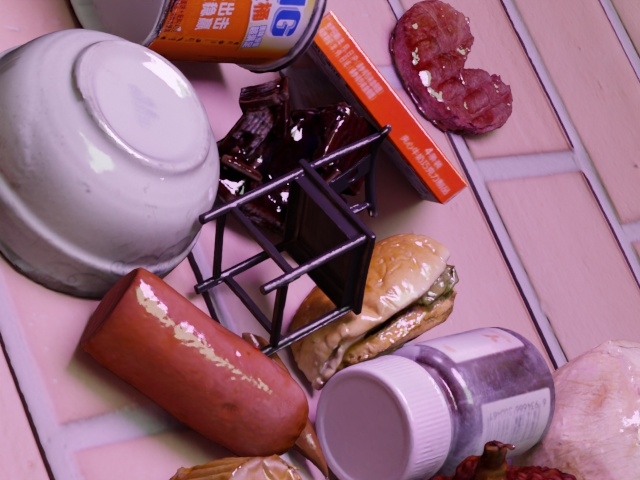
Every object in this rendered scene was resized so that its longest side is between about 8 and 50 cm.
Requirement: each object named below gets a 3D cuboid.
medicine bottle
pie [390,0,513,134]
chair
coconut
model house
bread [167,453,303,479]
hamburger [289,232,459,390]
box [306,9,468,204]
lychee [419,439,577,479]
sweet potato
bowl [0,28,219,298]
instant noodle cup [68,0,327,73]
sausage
[{"bbox_3d":[0.138,0.198,1.903,0.273,0.165,0.165,-8,69,-46],"label":"medicine bottle"},{"bbox_3d":[0.188,-0.249,2.353,0.204,0.054,0.219,-10,73,-48],"label":"pie"},{"bbox_3d":[0.000,0.000,1.819,0.260,0.154,0.141,-27,60,-26],"label":"chair"},{"bbox_3d":[0.398,0.270,2.034,0.297,0.254,0.297,26,45,-29],"label":"coconut"},{"bbox_3d":[-0.030,-0.102,1.936,0.203,0.164,0.141,29,30,-41],"label":"model house"},{"bbox_3d":[-0.069,0.329,1.627,0.240,0.139,0.240,23,52,-33],"label":"bread"},{"bbox_3d":[0.053,0.075,1.926,0.207,0.155,0.135,-25,77,-42],"label":"hamburger"},{"bbox_3d":[0.077,-0.165,2.072,0.273,0.048,0.265,51,0,-4],"label":"box"},{"bbox_3d":[0.186,0.352,1.751,0.264,0.264,0.300,-15,112,-48],"label":"lychee"},{"bbox_3d":[-0.041,0.190,1.822,0.056,0.056,0.195,-27,88,-50],"label":"sweet potato"},{"bbox_3d":[-0.234,-0.105,1.764,0.307,0.163,0.307,27,44,-29],"label":"bowl"},{"bbox_3d":[-0.158,-0.332,1.915,0.214,0.296,0.296,-12,72,-40],"label":"instant noodle cup"},{"bbox_3d":[-0.127,0.140,1.724,0.259,0.113,0.113,38,42,-19],"label":"sausage"}]
